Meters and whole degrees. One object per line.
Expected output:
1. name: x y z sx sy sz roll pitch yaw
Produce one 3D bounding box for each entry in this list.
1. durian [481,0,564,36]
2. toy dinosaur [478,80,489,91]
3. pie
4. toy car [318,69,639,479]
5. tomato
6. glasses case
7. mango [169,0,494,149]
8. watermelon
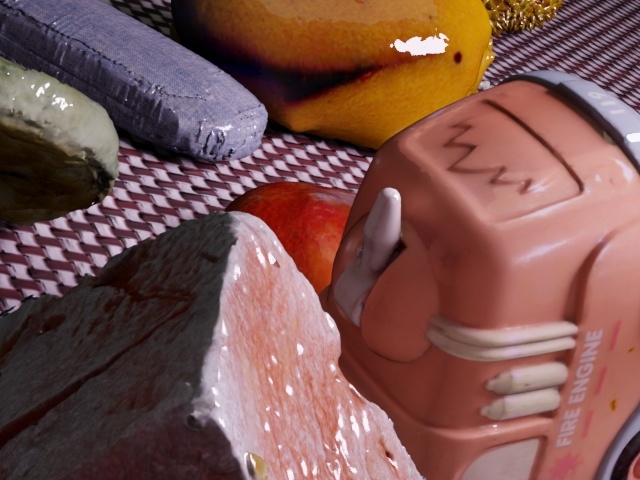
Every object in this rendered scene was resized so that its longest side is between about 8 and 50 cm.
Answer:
1. durian: 0.211 -0.306 2.070 0.137 0.168 0.158 11 -1 21
2. toy dinosaur: 0.112 -0.165 1.799 0.108 0.032 0.220 7 15 -24
3. pie: -0.236 -0.066 1.088 0.240 0.054 0.240 8 -17 3
4. toy car: 0.093 0.044 1.020 0.212 0.270 0.180 -16 44 -29
5. tomato: 0.000 0.000 1.253 0.155 0.069 0.155 18 21 -7
6. glasses case: -0.167 -0.142 1.432 0.282 0.067 0.109 31 26 18
7. mango: 0.010 -0.170 1.551 0.287 0.153 0.201 6 57 -10
8. watermelon: -0.039 0.096 0.815 0.261 0.201 0.213 24 29 -6
